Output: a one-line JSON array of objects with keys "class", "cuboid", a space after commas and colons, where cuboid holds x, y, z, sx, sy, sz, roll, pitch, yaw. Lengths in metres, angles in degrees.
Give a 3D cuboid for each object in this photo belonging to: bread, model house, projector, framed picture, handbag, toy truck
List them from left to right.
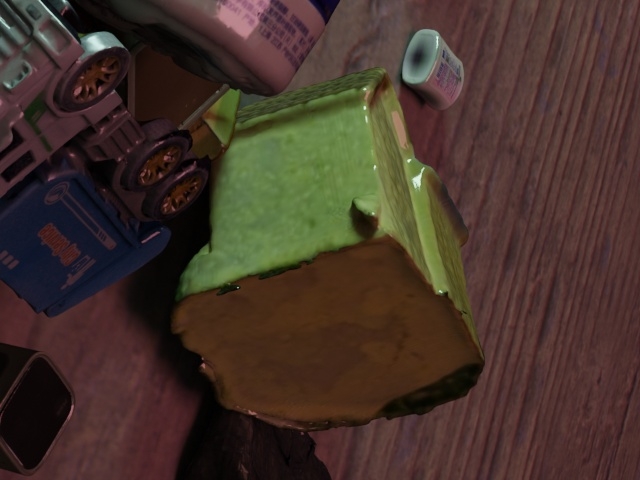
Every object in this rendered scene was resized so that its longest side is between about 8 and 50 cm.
[{"class": "projector", "cuboid": [-0.256, 0.130, 1.299, 0.083, 0.082, 0.083, -61, 146, -31]}, {"class": "toy truck", "cuboid": [-0.200, -0.071, 1.162, 0.175, 0.146, 0.367, -42, 160, -7]}, {"class": "bread", "cuboid": [-0.128, -0.114, 1.498, 0.074, 0.084, 0.139, 50, 20, -21]}, {"class": "framed picture", "cuboid": [-0.110, -0.148, 1.357, 0.183, 0.011, 0.142, -49, 156, -39]}, {"class": "handbag", "cuboid": [-0.056, 0.246, 1.705, 0.270, 0.088, 0.175, 66, 35, -45]}, {"class": "model house", "cuboid": [0.000, 0.000, 1.594, 0.321, 0.261, 0.266, 53, 26, -51]}]

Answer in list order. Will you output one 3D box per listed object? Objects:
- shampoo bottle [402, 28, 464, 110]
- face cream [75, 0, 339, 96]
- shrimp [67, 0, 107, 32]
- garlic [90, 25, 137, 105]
[{"class": "shampoo bottle", "cuboid": [0.136, -0.198, 1.935, 0.099, 0.043, 0.072, 36, 68, -59]}, {"class": "face cream", "cuboid": [-0.093, -0.188, 1.155, 0.111, 0.206, 0.206, -60, 149, -2]}, {"class": "shrimp", "cuboid": [-0.180, -0.248, 1.282, 0.343, 0.116, 0.145, -48, 140, -35]}, {"class": "garlic", "cuboid": [-0.118, -0.223, 1.437, 0.128, 0.148, 0.266, 52, 49, -6]}]
